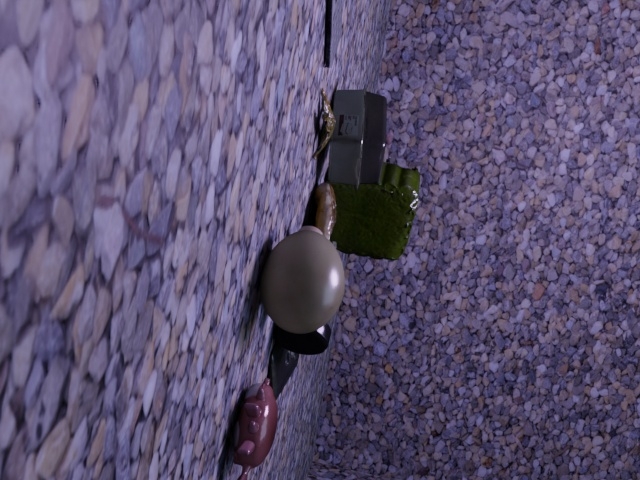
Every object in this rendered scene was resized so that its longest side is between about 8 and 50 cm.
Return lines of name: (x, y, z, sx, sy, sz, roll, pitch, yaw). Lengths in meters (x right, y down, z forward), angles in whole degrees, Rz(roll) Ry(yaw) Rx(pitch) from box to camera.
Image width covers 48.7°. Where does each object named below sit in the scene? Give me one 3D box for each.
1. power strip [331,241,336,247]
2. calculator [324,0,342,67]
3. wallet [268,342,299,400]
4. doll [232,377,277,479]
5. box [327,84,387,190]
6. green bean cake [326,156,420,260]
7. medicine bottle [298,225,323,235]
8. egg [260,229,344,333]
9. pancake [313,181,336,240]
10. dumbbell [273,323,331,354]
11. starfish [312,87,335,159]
power strip: (0.036, 0.039, 2.273, 0.027, 0.017, 0.083, -81, -176, -50)
calculator: (0.037, -0.592, 1.819, 0.262, 0.021, 0.161, 92, 10, -54)
wallet: (-0.104, 0.337, 2.015, 0.245, 0.052, 0.169, -58, 154, -66)
doll: (-0.147, 0.427, 1.575, 0.211, 0.093, 0.262, 96, 7, -60)
box: (0.111, -0.314, 2.150, 0.221, 0.166, 0.291, 95, 0, -49)
green bean cake: (0.168, -0.123, 2.443, 0.218, 0.318, 0.335, -74, 176, -59)
medicine bottle: (-0.051, 0.077, 1.743, 0.114, 0.114, 0.252, 92, 10, -52)
egg: (-0.038, 0.088, 1.552, 0.186, 0.185, 0.242, 92, 9, -53)
pancake: (0.000, 0.001, 2.182, 0.387, 0.082, 0.387, -172, -90, -89)
dumbbell: (-0.030, 0.186, 1.929, 0.153, 0.152, 0.218, 92, 11, -54)
starfish: (0.015, -0.335, 1.971, 0.208, 0.053, 0.176, 102, -7, -52)
